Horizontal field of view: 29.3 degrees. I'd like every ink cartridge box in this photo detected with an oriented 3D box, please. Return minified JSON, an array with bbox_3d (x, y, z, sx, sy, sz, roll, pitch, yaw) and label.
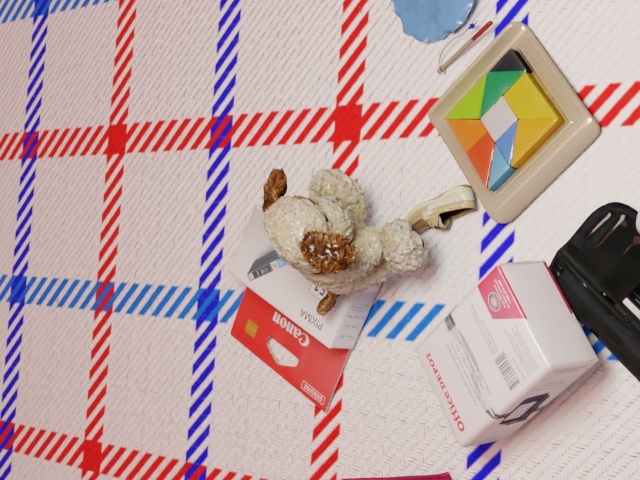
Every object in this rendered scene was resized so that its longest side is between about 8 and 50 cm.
[{"bbox_3d":[0.262,0.166,1.767,0.237,0.100,0.172,-53,51,44],"label":"ink cartridge box"},{"bbox_3d":[-0.053,0.115,2.138,0.296,0.066,0.261,34,107,41],"label":"ink cartridge box"}]

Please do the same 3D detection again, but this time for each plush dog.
[{"bbox_3d":[0.000,0.000,1.914,0.210,0.225,0.262,-54,49,6],"label":"plush dog"}]

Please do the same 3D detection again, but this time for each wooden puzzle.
[{"bbox_3d":[0.282,-0.181,1.858,0.221,0.044,0.238,-47,56,28],"label":"wooden puzzle"}]

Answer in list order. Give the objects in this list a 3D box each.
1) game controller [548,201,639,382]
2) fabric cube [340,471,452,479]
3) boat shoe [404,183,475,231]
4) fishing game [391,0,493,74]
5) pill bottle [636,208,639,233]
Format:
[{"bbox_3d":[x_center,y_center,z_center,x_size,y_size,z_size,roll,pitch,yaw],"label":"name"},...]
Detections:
[{"bbox_3d":[0.448,0.090,1.668,0.166,0.067,0.319,-48,54,12],"label":"game controller"},{"bbox_3d":[0.109,0.522,1.803,0.259,0.254,0.258,-53,51,27],"label":"fabric cube"},{"bbox_3d":[0.188,-0.041,1.932,0.135,0.050,0.045,-33,58,37],"label":"boat shoe"},{"bbox_3d":[0.186,-0.410,1.987,0.189,0.041,0.264,-42,63,42],"label":"fishing game"},{"bbox_3d":[0.513,0.009,1.559,0.216,0.121,0.121,42,114,39],"label":"pill bottle"}]
